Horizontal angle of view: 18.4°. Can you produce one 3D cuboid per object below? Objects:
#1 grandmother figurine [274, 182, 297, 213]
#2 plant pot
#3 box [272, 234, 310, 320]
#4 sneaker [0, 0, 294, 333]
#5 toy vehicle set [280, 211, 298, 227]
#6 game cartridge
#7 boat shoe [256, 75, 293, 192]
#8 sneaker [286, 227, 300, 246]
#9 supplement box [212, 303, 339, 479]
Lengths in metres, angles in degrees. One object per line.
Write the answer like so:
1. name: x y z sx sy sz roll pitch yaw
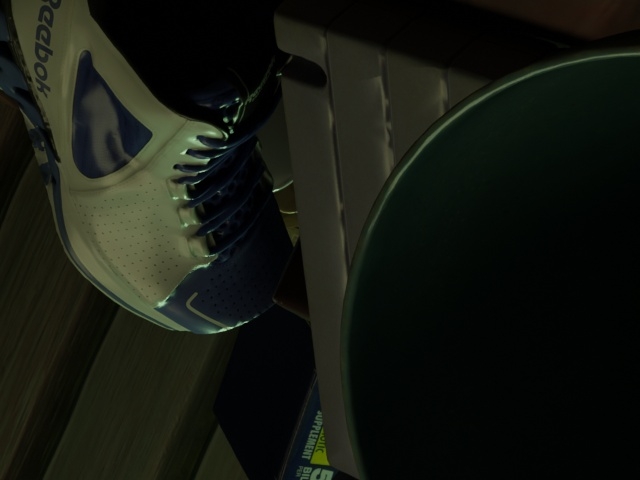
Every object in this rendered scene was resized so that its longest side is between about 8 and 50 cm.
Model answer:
1. grandmother figurine: -0.045 -0.076 1.681 0.208 0.104 0.342 52 176 -7
2. plant pot: 0.180 0.045 0.705 0.290 0.290 0.195 22 -148 31
3. box: 0.118 0.016 1.250 0.203 0.167 0.168 21 177 37
4. sneaker: -0.083 -0.065 1.165 0.182 0.127 0.315 9 139 44
5. toy vehicle set: -0.081 -0.042 1.912 0.267 0.035 0.166 -7 -166 -31
6. game cartridge: 0.094 0.046 1.056 0.230 0.068 0.355 18 133 29
7. boat shoe: -0.141 -0.123 1.419 0.301 0.108 0.102 26 177 4
8. sneaker: 0.000 0.001 1.944 0.152 0.058 0.084 0 -179 34
9. supplement box: 0.103 0.158 2.010 0.356 0.194 0.195 7 -154 -26
